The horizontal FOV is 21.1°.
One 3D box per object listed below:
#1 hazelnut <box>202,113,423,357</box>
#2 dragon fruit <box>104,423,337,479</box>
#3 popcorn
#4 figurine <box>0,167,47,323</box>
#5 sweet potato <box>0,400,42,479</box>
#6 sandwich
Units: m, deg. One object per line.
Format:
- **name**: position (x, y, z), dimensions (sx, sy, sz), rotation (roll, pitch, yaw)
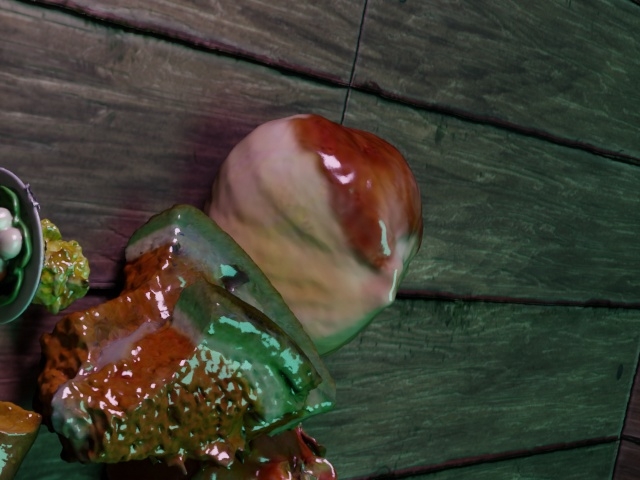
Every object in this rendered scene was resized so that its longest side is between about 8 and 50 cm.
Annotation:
- **hazelnut**: position (0.000, 0.000, 1.762), dimensions (0.261, 0.241, 0.261), rotation (-35, 144, -31)
- **dragon fruit**: position (-0.093, 0.255, 1.732), dimensions (0.224, 0.227, 0.224), rotation (14, 90, -70)
- **popcorn**: position (-0.239, 0.024, 1.522), dimensions (0.059, 0.068, 0.083), rotation (-144, -138, -74)
- **figurine**: position (-0.308, 0.005, 1.344), dimensions (0.153, 0.132, 0.132), rotation (-3, 105, -47)
- **sweet potato**: position (-0.322, 0.242, 1.461), dimensions (0.244, 0.077, 0.077), rotation (-60, 150, -9)
- **sandwich**: position (-0.127, 0.101, 1.557), dimensions (0.301, 0.162, 0.250), rotation (-33, 88, -44)
